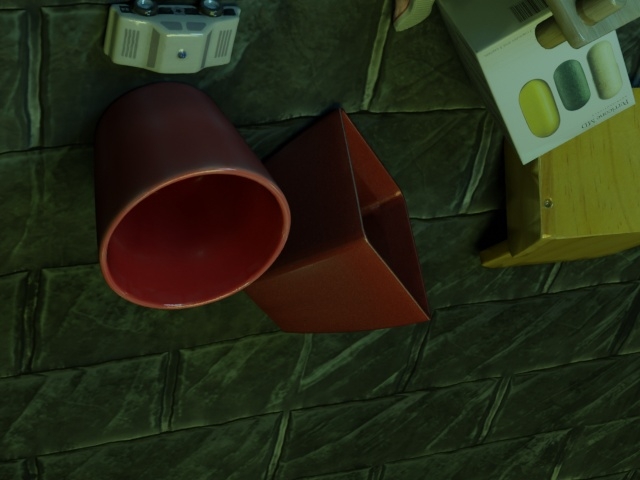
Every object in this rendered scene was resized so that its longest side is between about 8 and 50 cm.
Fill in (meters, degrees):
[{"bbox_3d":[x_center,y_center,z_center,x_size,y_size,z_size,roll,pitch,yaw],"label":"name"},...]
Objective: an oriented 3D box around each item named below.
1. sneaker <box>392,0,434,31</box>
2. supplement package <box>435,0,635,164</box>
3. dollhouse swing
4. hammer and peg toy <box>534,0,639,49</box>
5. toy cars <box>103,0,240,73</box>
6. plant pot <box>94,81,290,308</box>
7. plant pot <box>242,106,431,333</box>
[{"bbox_3d":[0.128,-0.358,1.805,0.051,0.070,0.134,-22,170,-16],"label":"sneaker"},{"bbox_3d":[0.312,-0.295,1.837,0.199,0.198,0.263,-29,140,5],"label":"supplement package"},{"bbox_3d":[0.462,-0.105,2.224,0.346,0.305,0.315,-5,95,-20],"label":"dollhouse swing"},{"bbox_3d":[0.309,-0.435,1.564,0.266,0.361,0.127,-29,-179,-42],"label":"hammer and peg toy"},{"bbox_3d":[-0.252,-0.313,1.631,0.176,0.087,0.393,-37,138,15],"label":"toy cars"},{"bbox_3d":[-0.207,-0.079,1.785,0.274,0.243,0.275,-14,139,-12],"label":"plant pot"},{"bbox_3d":[0.000,0.000,1.980,0.235,0.267,0.267,-22,141,16],"label":"plant pot"}]
